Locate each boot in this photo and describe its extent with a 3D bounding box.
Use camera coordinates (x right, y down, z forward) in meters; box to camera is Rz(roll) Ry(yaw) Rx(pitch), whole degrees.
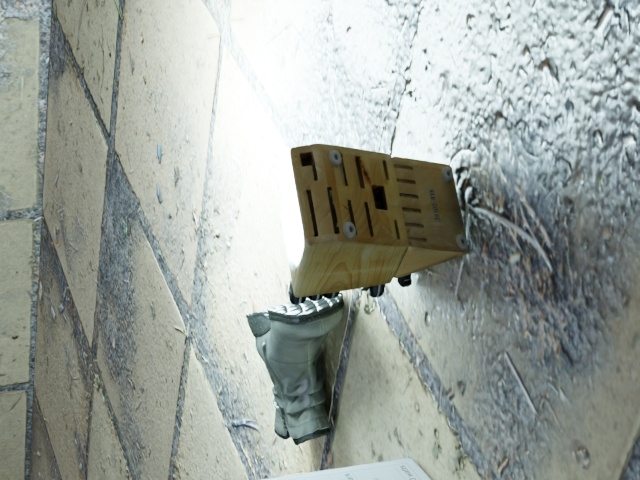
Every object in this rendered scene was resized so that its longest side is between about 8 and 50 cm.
[{"bbox_3d":[-0.013,0.147,1.713,0.246,0.083,0.161,156,101,-74],"label":"boot"}]

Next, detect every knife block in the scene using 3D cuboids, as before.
[{"bbox_3d":[0.000,0.000,1.407,0.242,0.275,0.088,-21,73,38],"label":"knife block"}]

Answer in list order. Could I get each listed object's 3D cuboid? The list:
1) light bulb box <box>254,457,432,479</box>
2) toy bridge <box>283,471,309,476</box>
[{"bbox_3d":[-0.015,0.387,1.355,0.358,0.361,0.225,-138,47,-61],"label":"light bulb box"},{"bbox_3d":[-0.011,0.299,1.742,0.188,0.063,0.026,-168,74,-69],"label":"toy bridge"}]
